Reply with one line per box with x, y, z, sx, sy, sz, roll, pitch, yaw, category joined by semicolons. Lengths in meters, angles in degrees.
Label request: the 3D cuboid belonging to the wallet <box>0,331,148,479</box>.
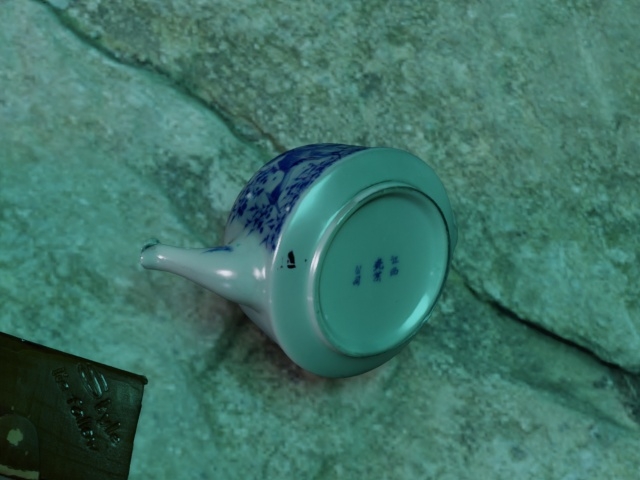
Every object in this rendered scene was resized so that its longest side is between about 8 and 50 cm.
-0.193;0.102;1.133;0.176;0.026;0.095;23;60;-29;wallet

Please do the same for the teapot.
0.000;0.000;1.221;0.232;0.159;0.159;-13;70;-36;teapot
